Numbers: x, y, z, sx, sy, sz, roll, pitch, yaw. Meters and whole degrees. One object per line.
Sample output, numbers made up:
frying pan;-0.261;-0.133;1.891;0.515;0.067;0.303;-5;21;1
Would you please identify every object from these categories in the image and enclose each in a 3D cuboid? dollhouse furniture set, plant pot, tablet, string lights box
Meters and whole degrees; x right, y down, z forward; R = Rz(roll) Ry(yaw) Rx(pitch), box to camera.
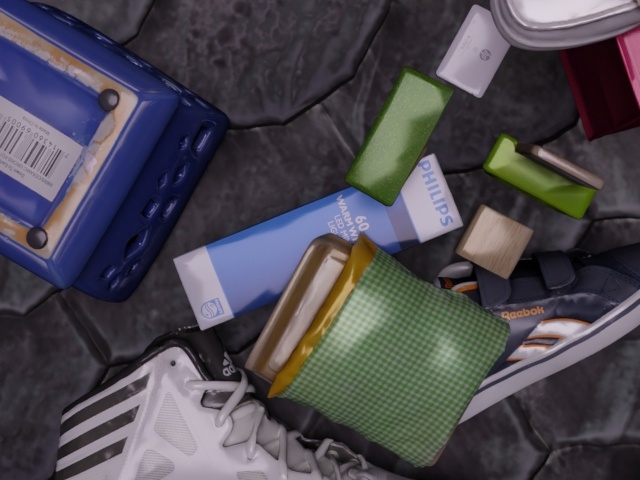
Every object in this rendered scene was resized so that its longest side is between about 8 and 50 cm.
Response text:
dollhouse furniture set;0.080;0.043;0.758;0.197;0.151;0.302;28;96;-1
plant pot;-0.250;-0.089;0.877;0.236;0.212;0.236;31;92;3
tablet;0.162;-0.195;0.952;0.054;0.006;0.083;29;93;3
string lights box;0.000;0.000;0.901;0.259;0.133;0.077;-22;89;4

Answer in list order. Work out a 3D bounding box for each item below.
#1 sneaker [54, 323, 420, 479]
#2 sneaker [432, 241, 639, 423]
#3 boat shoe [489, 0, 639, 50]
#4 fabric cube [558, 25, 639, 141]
sneaker;-0.051;0.206;0.889;0.447;0.169;0.258;-4;92;6
sneaker;0.189;0.066;0.894;0.321;0.126;0.128;-31;94;5
boat shoe;0.252;-0.219;0.649;0.277;0.096;0.098;-23;90;8
fabric cube;0.341;-0.256;0.814;0.258;0.254;0.259;-18;90;8
